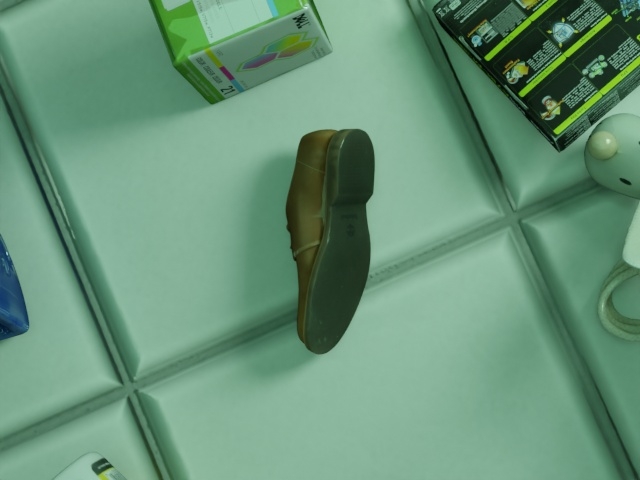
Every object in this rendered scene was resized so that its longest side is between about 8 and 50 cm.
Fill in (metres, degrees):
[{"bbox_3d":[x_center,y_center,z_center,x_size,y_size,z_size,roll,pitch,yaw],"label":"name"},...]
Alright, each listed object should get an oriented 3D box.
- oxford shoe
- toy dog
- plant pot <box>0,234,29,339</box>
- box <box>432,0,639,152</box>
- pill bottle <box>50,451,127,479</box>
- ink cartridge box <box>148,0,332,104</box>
[{"bbox_3d":[0.000,0.000,1.575,0.076,0.076,0.212,6,88,38],"label":"oxford shoe"},{"bbox_3d":[0.342,-0.023,1.409,0.334,0.161,0.220,3,82,40],"label":"toy dog"},{"bbox_3d":[-0.424,-0.006,1.543,0.236,0.236,0.212,-14,77,5],"label":"plant pot"},{"bbox_3d":[0.232,-0.209,1.547,0.191,0.045,0.184,-42,70,2],"label":"box"},{"bbox_3d":[-0.175,0.305,1.534,0.208,0.119,0.119,43,91,9],"label":"pill bottle"},{"bbox_3d":[-0.016,-0.231,1.526,0.255,0.189,0.097,-22,82,5],"label":"ink cartridge box"}]
